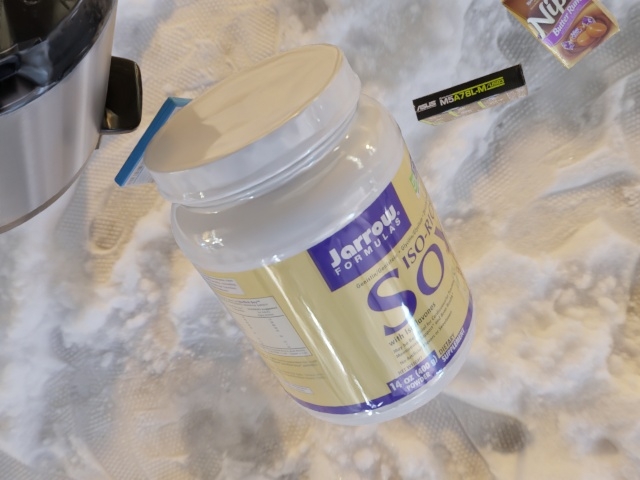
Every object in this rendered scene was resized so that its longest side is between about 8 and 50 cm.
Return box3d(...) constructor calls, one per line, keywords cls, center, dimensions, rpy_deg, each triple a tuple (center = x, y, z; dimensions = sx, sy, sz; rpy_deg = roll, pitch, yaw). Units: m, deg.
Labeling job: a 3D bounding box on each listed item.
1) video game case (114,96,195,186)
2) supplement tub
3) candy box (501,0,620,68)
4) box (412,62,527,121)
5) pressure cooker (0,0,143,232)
box3d(cls="video game case", center=(-0.161, -0.118, 0.766), dimensions=(0.015, 0.166, 0.119), rpy_deg=(43, 111, 9))
box3d(cls="supplement tub", center=(0.000, 0.000, 0.655), dimensions=(0.241, 0.241, 0.331), rpy_deg=(-27, 122, 6))
box3d(cls="candy box", center=(0.421, -0.405, 1.132), dimensions=(0.187, 0.053, 0.109), rpy_deg=(36, 132, -18))
box3d(cls="box", center=(0.269, -0.252, 1.133), dimensions=(0.184, 0.191, 0.045), rpy_deg=(-13, 93, 21))
box3d(cls="pressure cooker", center=(-0.391, -0.187, 0.602), dimensions=(0.370, 0.420, 0.375), rpy_deg=(42, 64, -4))
